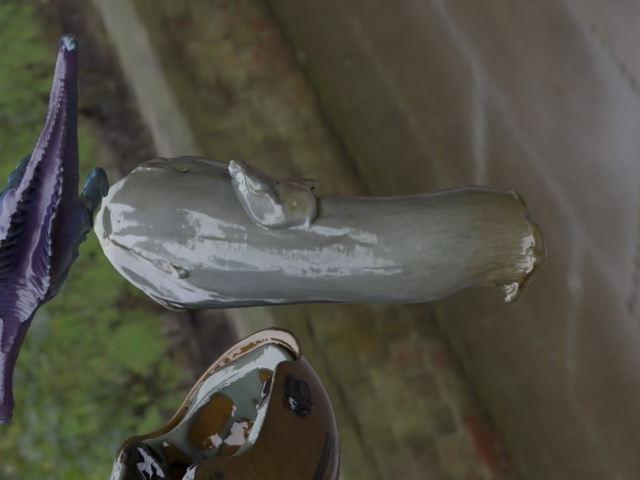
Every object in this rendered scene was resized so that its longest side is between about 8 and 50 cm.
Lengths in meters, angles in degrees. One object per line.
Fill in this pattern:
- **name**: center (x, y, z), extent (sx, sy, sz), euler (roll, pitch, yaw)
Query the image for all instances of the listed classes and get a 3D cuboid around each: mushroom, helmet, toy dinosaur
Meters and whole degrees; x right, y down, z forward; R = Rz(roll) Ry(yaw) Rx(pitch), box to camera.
- **mushroom**: center (-0.001, 0.000, 1.214), extent (0.096, 0.278, 0.099), euler (-25, -62, -78)
- **helmet**: center (-0.063, 0.180, 1.478), extent (0.198, 0.224, 0.130), euler (-26, 109, 39)
- **toy dinosaur**: center (-0.118, -0.006, 0.845), extent (0.080, 0.045, 0.197), euler (-83, 8, -59)
